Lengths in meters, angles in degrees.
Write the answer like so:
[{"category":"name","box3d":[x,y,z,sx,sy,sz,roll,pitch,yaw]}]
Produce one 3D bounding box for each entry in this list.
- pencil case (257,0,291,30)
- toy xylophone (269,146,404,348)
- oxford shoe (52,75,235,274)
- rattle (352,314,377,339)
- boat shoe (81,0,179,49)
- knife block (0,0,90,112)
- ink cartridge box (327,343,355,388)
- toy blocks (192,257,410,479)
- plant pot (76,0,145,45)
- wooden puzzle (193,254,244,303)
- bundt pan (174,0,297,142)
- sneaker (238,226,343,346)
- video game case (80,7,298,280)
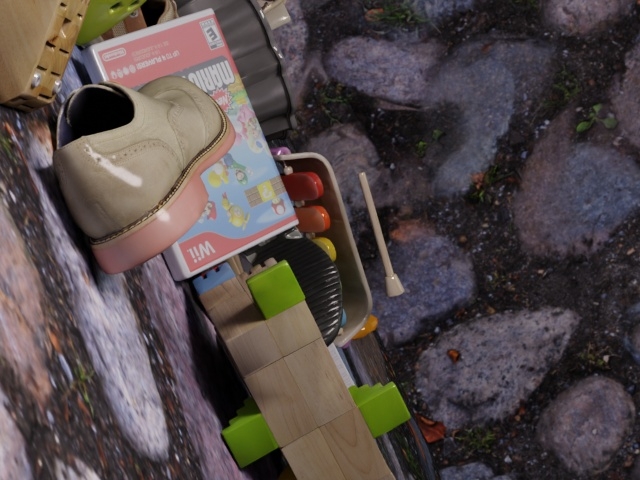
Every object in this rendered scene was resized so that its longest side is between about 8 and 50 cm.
[{"category":"pencil case","box3d":[-0.168,-0.417,2.326,0.410,0.160,0.183,-152,-136,-69]},{"category":"toy xylophone","box3d":[0.000,0.000,2.191,0.236,0.081,0.323,-12,-79,57]},{"category":"oxford shoe","box3d":[-0.181,-0.113,1.509,0.146,0.140,0.397,58,10,-20]},{"category":"rattle","box3d":[-0.012,0.091,2.327,0.130,0.142,0.200,-69,144,-56]},{"category":"boat shoe","box3d":[-0.224,-0.247,1.825,0.324,0.116,0.123,58,10,-56]},{"category":"knife block","box3d":[-0.319,-0.283,1.361,0.088,0.242,0.276,7,103,-82]},{"category":"ink cartridge box","box3d":[0.013,0.222,2.160,0.208,0.045,0.206,66,-13,-8]},{"category":"toy blocks","box3d":[-0.036,0.161,1.735,0.381,0.190,0.261,64,-6,-24]},{"category":"plant pot","box3d":[-0.240,-0.380,1.588,0.227,0.207,0.228,63,-2,19]},{"category":"wooden puzzle","box3d":[-0.135,0.028,1.916,0.221,0.044,0.239,60,13,-51]},{"category":"bundt pan","box3d":[-0.169,-0.259,2.046,0.331,0.124,0.331,55,-16,23]},{"category":"sneaker","box3d":[-0.042,0.068,2.097,0.330,0.122,0.146,-120,-170,-49]},{"category":"video game case","box3d":[-0.149,-0.117,1.760,0.204,0.025,0.285,-27,97,-45]}]
